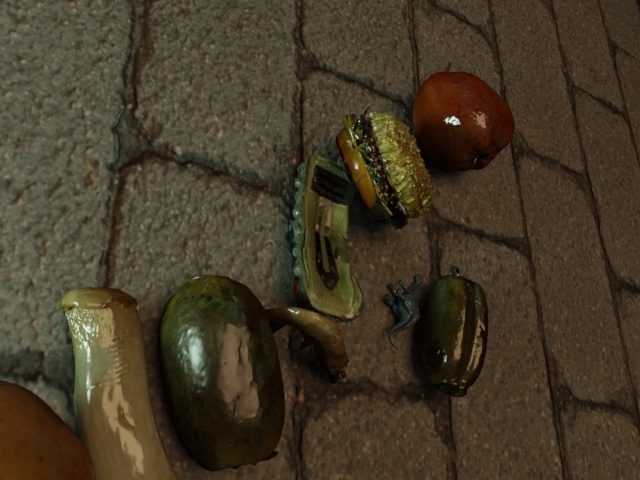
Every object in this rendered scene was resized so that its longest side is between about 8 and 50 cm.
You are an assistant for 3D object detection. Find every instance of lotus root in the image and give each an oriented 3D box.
[{"bbox_3d":[-0.139,0.181,0.815,0.160,0.152,0.274,-8,74,-29],"label":"lotus root"},{"bbox_3d":[0.256,0.176,1.114,0.124,0.123,0.240,21,65,-13],"label":"lotus root"}]

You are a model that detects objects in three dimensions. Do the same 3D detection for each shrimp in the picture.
[{"bbox_3d":[-0.029,0.171,0.927,0.219,0.152,0.046,67,31,-48],"label":"shrimp"}]

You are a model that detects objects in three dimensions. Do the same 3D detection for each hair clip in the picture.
[{"bbox_3d":[-0.001,0.000,1.031,0.139,0.091,0.321,21,50,-28],"label":"hair clip"}]

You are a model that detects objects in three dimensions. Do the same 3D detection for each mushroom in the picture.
[{"bbox_3d":[-0.254,0.227,0.755,0.123,0.095,0.350,-7,77,-55],"label":"mushroom"}]

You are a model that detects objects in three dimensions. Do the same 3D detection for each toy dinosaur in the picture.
[{"bbox_3d":[0.161,0.125,1.116,0.080,0.045,0.197,47,42,-17],"label":"toy dinosaur"}]

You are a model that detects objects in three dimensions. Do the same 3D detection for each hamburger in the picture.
[{"bbox_3d":[0.125,-0.142,1.094,0.243,0.139,0.262,66,12,2],"label":"hamburger"}]

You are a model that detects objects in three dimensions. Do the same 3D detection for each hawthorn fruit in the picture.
[{"bbox_3d":[0.304,-0.285,1.294,0.211,0.210,0.262,0,63,-35],"label":"hawthorn fruit"}]

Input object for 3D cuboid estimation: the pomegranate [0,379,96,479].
[{"bbox_3d":[-0.376,0.260,0.531,0.339,0.338,0.337,14,64,-30],"label":"pomegranate"}]
